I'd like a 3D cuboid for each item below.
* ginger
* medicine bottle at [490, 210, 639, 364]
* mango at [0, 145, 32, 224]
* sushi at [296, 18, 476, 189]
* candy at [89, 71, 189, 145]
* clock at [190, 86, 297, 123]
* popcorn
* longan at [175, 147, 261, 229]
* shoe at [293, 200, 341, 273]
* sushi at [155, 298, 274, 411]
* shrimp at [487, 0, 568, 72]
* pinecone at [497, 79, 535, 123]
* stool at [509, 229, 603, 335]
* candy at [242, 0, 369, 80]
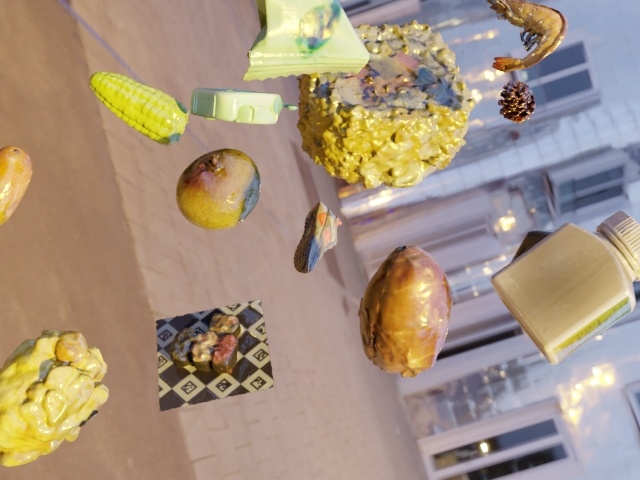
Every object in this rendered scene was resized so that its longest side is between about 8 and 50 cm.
[{"bbox_3d":[0.149,0.156,1.655,0.321,0.165,0.172,101,-14,-50],"label":"ginger"},{"bbox_3d":[0.332,0.051,1.159,0.132,0.188,0.088,57,4,30],"label":"medicine bottle"},{"bbox_3d":[-0.644,-0.115,1.843,0.115,0.089,0.165,127,-20,-59],"label":"mango"},{"bbox_3d":[0.142,-0.300,2.045,0.240,0.396,0.351,109,-36,-51],"label":"sushi"},{"bbox_3d":[-0.361,-0.268,1.781,0.209,0.097,0.097,30,7,-1],"label":"candy"},{"bbox_3d":[-0.143,-0.258,1.741,0.148,0.188,0.060,18,-74,53],"label":"clock"},{"bbox_3d":[-0.550,0.310,1.784,0.215,0.286,0.252,49,-19,-3],"label":"popcorn"},{"bbox_3d":[-0.185,-0.098,1.632,0.176,0.145,0.155,77,30,-59],"label":"longan"},{"bbox_3d":[0.000,0.001,1.978,0.077,0.074,0.194,30,45,-17],"label":"shoe"},{"bbox_3d":[-0.212,0.201,1.742,0.231,0.219,0.047,-103,-178,-46],"label":"sushi"},{"bbox_3d":[0.295,-0.316,1.392,0.178,0.124,0.034,39,2,42],"label":"shrimp"},{"bbox_3d":[0.390,-0.279,1.815,0.083,0.077,0.077,49,21,-49],"label":"pinecone"},{"bbox_3d":[0.498,0.086,1.835,0.232,0.141,0.232,3,-86,53],"label":"stool"},{"bbox_3d":[-0.051,-0.519,1.805,0.172,0.262,0.398,140,-55,-58],"label":"candy"}]
